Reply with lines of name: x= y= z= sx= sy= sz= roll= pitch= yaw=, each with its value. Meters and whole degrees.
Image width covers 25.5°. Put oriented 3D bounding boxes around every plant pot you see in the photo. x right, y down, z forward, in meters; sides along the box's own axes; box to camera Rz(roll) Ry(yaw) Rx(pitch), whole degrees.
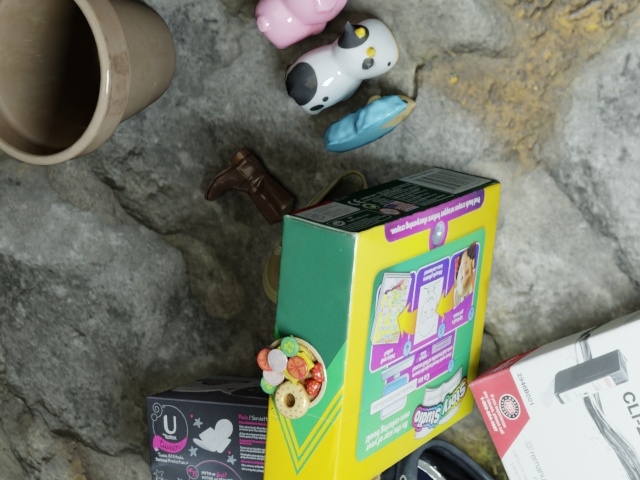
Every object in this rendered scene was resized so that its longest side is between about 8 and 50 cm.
plant pot: x=-0.317 y=-0.246 z=1.914 sx=0.263 sy=0.229 sz=0.263 roll=8 pitch=105 yaw=31

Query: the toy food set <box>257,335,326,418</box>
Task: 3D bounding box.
toy food set: x=-0.031 y=0.143 z=1.510 sx=0.083 sy=0.020 sz=0.083 roll=52 pitch=122 yaw=13

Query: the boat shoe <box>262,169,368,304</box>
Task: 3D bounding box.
boat shoe: x=0.000 y=0.000 z=1.739 sx=0.104 sy=0.285 sz=0.089 roll=20 pitch=118 yaw=0

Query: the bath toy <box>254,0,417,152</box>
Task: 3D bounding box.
bath toy: x=-0.014 y=-0.285 z=1.778 sx=0.151 sy=0.129 sz=0.348 roll=-32 pitch=83 yaw=-1

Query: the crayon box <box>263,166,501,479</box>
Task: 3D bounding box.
crayon box: x=0.078 y=0.099 z=1.663 sx=0.106 sy=0.363 sz=0.313 roll=15 pitch=108 yaw=29

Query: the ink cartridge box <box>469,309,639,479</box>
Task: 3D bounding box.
ink cartridge box: x=0.344 y=0.202 z=1.668 sx=0.272 sy=0.114 sz=0.197 roll=-25 pitch=86 yaw=33

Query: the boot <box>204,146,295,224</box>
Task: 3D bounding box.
boot: x=-0.095 y=-0.055 z=1.937 sx=0.114 sy=0.037 sz=0.106 roll=47 pitch=123 yaw=9

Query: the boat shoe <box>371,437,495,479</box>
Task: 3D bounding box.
boat shoe: x=0.240 y=0.447 z=1.730 sx=0.500 sy=0.186 sz=0.156 roll=50 pitch=141 yaw=13

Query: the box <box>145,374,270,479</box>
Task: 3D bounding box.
box: x=-0.090 y=0.268 z=1.926 sx=0.247 sy=0.163 sz=0.142 roll=2 pitch=98 yaw=32
